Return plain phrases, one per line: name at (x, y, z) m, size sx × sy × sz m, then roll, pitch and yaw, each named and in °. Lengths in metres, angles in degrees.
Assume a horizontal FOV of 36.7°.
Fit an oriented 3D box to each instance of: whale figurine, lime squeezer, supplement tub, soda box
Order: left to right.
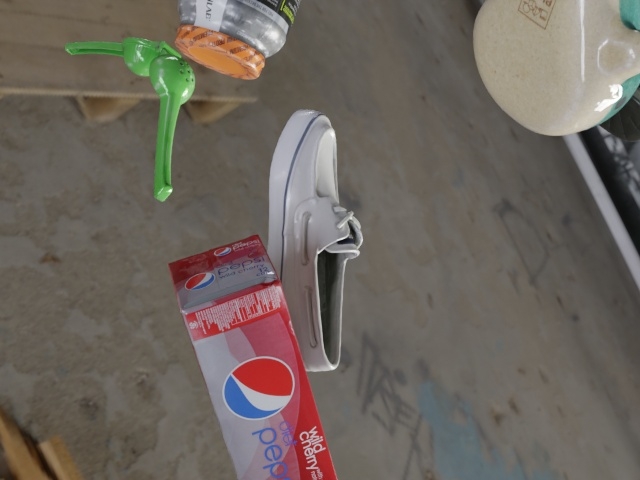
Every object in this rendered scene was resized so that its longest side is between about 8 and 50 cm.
lime squeezer at (-0.196, -0.175, 1.076) m, size 0.058 × 0.110 × 0.310 m, roll 11°, pitch 31°, yaw -43°
supplement tub at (-0.118, -0.445, 1.619) m, size 0.193 × 0.193 × 0.316 m, roll 27°, pitch 80°, yaw -45°
soda box at (-0.051, 0.134, 0.829) m, size 0.092 × 0.083 × 0.263 m, roll -122°, pitch -164°, yaw -62°
whale figurine at (0.257, -0.236, 0.945) m, size 0.141 × 0.272 × 0.216 m, roll -20°, pitch 49°, yaw -29°

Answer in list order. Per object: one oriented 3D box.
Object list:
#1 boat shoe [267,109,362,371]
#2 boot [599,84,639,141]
boat shoe at (0.000, 0.000, 0.944) m, size 0.095 × 0.084 × 0.258 m, roll 10°, pitch 84°, yaw -64°
boot at (0.344, -0.240, 1.147) m, size 0.178 × 0.085 × 0.236 m, roll -35°, pitch 72°, yaw -27°
